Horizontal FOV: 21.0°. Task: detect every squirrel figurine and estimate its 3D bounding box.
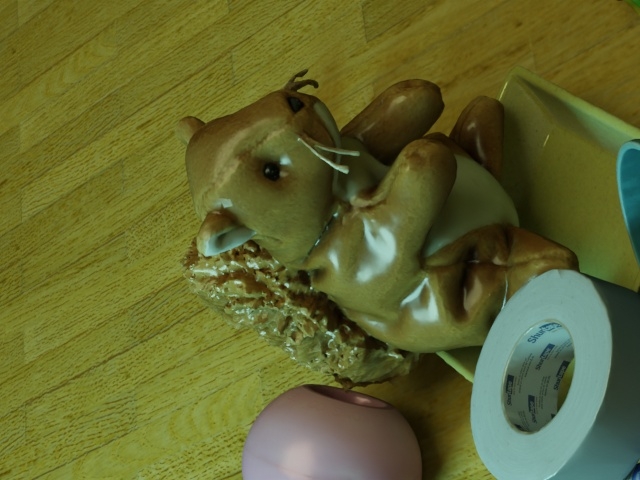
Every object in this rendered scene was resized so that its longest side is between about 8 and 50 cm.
[{"bbox_3d":[0.000,0.000,1.834,0.397,0.370,0.281,-48,43,38],"label":"squirrel figurine"}]

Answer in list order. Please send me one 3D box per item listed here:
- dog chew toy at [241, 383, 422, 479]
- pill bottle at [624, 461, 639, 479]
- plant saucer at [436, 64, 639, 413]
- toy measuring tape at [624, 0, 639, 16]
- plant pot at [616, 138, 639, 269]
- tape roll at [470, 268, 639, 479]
[{"bbox_3d":[-0.005,0.337,1.966,0.207,0.207,0.331,17,96,48],"label":"dog chew toy"},{"bbox_3d":[0.394,0.242,1.606,0.272,0.152,0.152,-34,52,33],"label":"pill bottle"},{"bbox_3d":[0.260,0.017,1.850,0.333,0.081,0.332,40,113,55],"label":"plant saucer"},{"bbox_3d":[0.361,-0.261,1.873,0.121,0.121,0.330,-28,56,37],"label":"toy measuring tape"},{"bbox_3d":[0.441,-0.008,1.552,0.255,0.271,0.271,-21,52,-3],"label":"plant pot"},{"bbox_3d":[0.238,0.141,1.675,0.219,0.072,0.219,-40,41,47],"label":"tape roll"}]
